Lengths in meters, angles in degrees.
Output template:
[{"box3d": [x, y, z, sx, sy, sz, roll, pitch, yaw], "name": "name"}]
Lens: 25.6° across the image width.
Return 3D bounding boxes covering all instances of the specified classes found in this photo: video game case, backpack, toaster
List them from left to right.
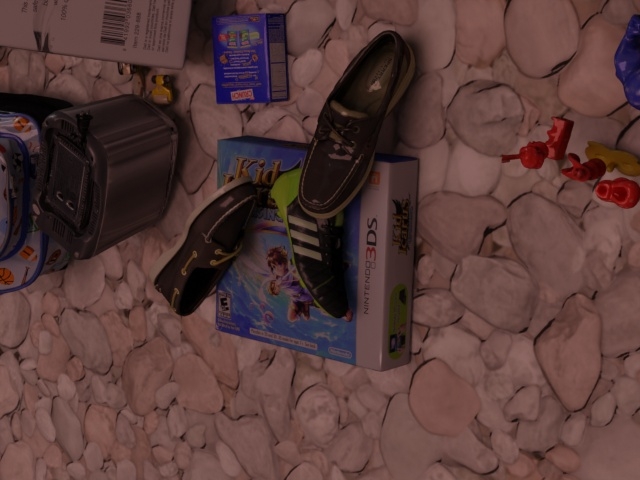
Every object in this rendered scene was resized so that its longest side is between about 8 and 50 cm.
[{"box3d": [-0.449, -0.060, 1.935, 0.276, 0.213, 0.264, 9, 116, 27], "name": "backpack"}, {"box3d": [-0.274, -0.094, 1.808, 0.129, 0.146, 0.227, 36, 131, 28], "name": "toaster"}, {"box3d": [-0.012, 0.009, 1.683, 0.269, 0.061, 0.244, 10, 103, 38], "name": "video game case"}]

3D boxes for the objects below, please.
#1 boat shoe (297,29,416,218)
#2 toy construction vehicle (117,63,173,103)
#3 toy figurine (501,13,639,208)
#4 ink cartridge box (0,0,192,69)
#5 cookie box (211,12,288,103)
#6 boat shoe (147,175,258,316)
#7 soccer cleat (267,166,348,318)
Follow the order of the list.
[{"box3d": [0.032, -0.133, 1.555, 0.080, 0.073, 0.224, 26, 83, 21], "name": "boat shoe"}, {"box3d": [-0.219, -0.225, 1.836, 0.085, 0.035, 0.098, -3, 98, 29], "name": "toy construction vehicle"}, {"box3d": [0.367, -0.123, 1.276, 0.362, 0.191, 0.217, 23, 107, 33], "name": "toy figurine"}, {"box3d": [-0.301, -0.328, 1.694, 0.121, 0.289, 0.211, -152, 70, -72], "name": "ink cartridge box"}, {"box3d": [-0.086, -0.221, 1.718, 0.091, 0.040, 0.107, 4, 99, 39], "name": "cookie box"}, {"box3d": [-0.129, 0.008, 1.693, 0.069, 0.081, 0.228, 57, 136, 16], "name": "boat shoe"}, {"box3d": [0.000, 0.000, 1.596, 0.072, 0.060, 0.179, -26, 79, 26], "name": "soccer cleat"}]
